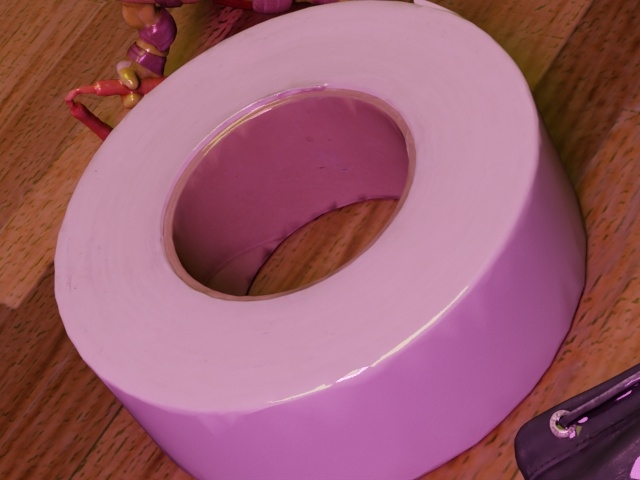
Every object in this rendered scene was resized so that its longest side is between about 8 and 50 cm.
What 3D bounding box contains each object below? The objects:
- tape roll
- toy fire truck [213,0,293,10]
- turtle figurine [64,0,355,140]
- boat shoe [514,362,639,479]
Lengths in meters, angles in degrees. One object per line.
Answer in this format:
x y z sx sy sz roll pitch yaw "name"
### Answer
0.000 0.000 0.957 0.286 0.100 0.286 -16 46 17 "tape roll"
0.015 -0.266 1.150 0.246 0.217 0.158 9 43 -19 "toy fire truck"
-0.084 -0.163 1.058 0.217 0.269 0.087 2 49 9 "turtle figurine"
0.233 0.034 0.782 0.340 0.127 0.113 -40 56 6 "boat shoe"
